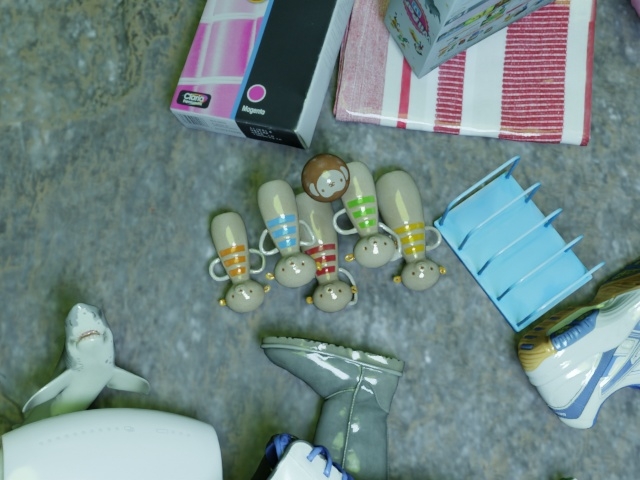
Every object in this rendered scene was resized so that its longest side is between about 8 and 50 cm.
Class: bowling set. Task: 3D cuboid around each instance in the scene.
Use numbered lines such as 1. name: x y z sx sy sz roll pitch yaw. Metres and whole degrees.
1. bowling set: 0.000 0.000 1.054 0.287 0.200 0.154 -15 78 1

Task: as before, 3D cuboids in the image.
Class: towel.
1. towel: 0.192 -0.250 1.190 0.329 0.037 0.236 7 77 2

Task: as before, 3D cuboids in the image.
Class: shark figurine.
1. shark figurine: -0.324 0.171 1.078 0.278 0.166 0.116 -43 51 11

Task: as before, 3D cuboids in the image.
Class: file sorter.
1. file sorter: 0.237 0.003 1.092 0.118 0.104 0.170 -35 79 -7

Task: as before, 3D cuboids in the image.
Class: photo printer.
1. photo printer: -0.224 0.336 0.980 0.256 0.107 0.307 3 75 -23

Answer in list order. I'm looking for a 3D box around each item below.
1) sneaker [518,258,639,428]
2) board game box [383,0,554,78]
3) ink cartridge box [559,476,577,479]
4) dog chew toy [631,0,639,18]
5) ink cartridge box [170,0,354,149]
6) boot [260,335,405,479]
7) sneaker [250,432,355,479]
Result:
1. sneaker: 0.380 0.109 1.079 0.297 0.112 0.131 -30 95 -5
2. board game box: 0.201 -0.319 1.031 0.224 0.303 0.097 -31 83 -7
3. ink cartridge box: 0.304 0.382 1.020 0.109 0.062 0.209 -36 79 -8
4. dog chew toy: 0.475 -0.404 1.148 0.207 0.206 0.331 -7 68 -1
5. ink cartridge box: -0.051 -0.306 1.176 0.176 0.069 0.370 12 74 18
6. boot: 0.001 0.225 1.064 0.190 0.076 0.208 13 83 5
7. sneaker: 0.022 0.281 0.954 0.316 0.127 0.182 -10 84 -11
